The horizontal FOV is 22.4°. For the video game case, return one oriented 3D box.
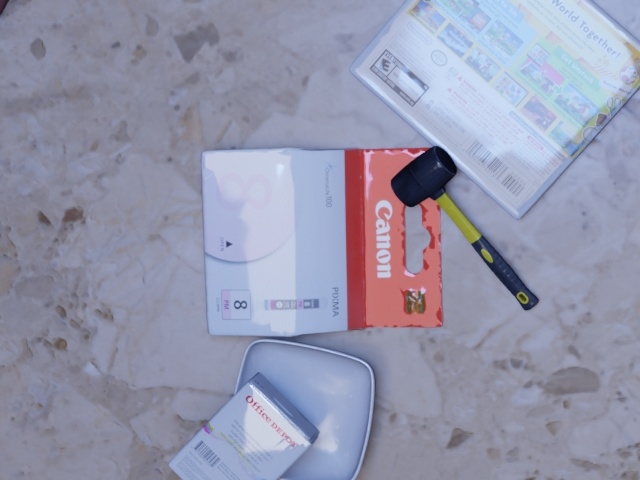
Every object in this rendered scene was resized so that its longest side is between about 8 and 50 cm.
[{"bbox_3d":[0.177,-0.170,1.572,0.227,0.026,0.206,42,102,5],"label":"video game case"}]

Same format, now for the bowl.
[{"bbox_3d":[-0.015,0.171,1.629,0.142,0.053,0.142,12,97,10],"label":"bowl"}]

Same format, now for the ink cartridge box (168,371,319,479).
[{"bbox_3d":[-0.074,0.204,1.590,0.088,0.052,0.122,45,104,2],"label":"ink cartridge box"}]

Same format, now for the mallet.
[{"bbox_3d":[0.141,-0.002,1.585,0.062,0.039,0.189,-29,102,24],"label":"mallet"}]

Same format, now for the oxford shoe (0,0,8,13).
[{"bbox_3d":[-0.325,-0.331,1.596,0.123,0.130,0.348,30,100,6],"label":"oxford shoe"}]

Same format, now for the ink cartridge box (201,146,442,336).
[{"bbox_3d":[0.000,0.000,1.609,0.232,0.066,0.189,0,95,15],"label":"ink cartridge box"}]
